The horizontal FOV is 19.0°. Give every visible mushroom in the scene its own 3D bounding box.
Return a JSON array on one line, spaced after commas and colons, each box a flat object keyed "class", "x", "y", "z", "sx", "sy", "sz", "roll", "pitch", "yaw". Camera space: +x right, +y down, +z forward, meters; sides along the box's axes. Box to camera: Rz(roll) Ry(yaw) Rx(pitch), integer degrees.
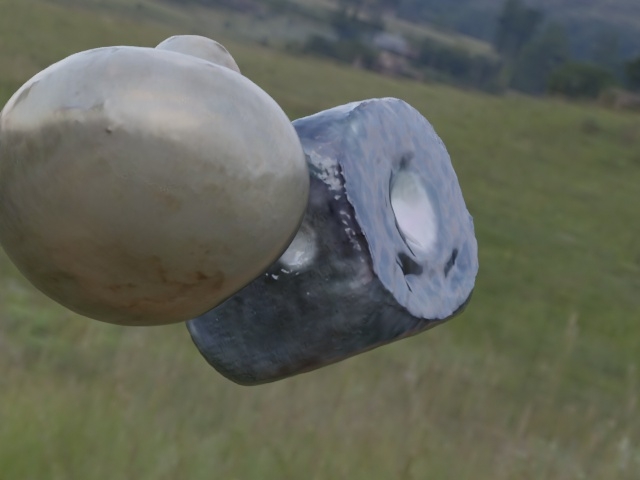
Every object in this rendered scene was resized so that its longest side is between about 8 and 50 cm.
[{"class": "mushroom", "x": -0.107, "y": -0.054, "z": 1.221, "sx": 0.206, "sy": 0.209, "sz": 0.206, "roll": 11, "pitch": -17, "yaw": 4}]

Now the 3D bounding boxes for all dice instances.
[{"class": "dice", "x": 0.000, "y": 0.000, "z": 1.444, "sx": 0.183, "sy": 0.181, "sz": 0.182, "roll": -20, "pitch": -3, "yaw": 33}]
